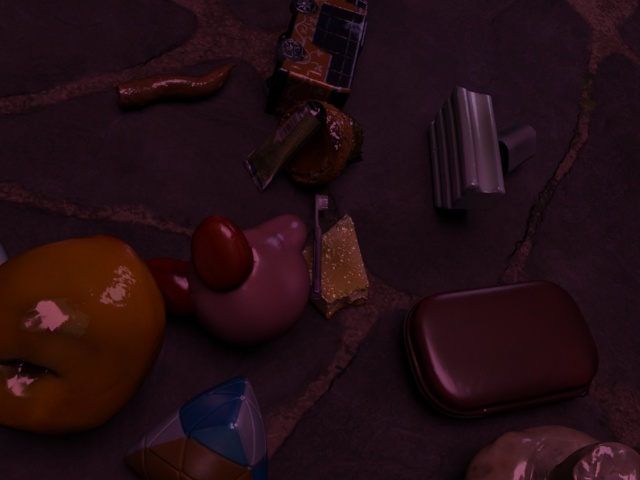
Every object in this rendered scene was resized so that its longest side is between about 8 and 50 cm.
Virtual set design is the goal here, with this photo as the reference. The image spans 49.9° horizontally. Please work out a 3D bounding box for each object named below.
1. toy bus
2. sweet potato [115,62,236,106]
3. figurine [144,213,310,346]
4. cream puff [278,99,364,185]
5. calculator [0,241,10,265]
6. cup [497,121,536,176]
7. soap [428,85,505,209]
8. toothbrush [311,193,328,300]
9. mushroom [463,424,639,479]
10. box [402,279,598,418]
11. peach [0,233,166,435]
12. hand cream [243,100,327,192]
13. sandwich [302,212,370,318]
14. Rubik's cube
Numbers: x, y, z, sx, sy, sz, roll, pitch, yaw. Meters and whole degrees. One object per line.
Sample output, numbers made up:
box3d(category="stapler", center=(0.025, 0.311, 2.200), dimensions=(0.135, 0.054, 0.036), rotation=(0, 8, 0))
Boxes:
box3d(category="toy bus", center=(-0.006, -0.437, 1.599), dimensions=(0.194, 0.162, 0.324), rotation=(18, 59, -8))
box3d(category="sweet potato", center=(-0.304, -0.336, 1.502), dimensions=(0.281, 0.059, 0.067), rotation=(-14, 45, -26))
box3d(category="figurine", center=(-0.138, 0.085, 1.210), dimensions=(0.261, 0.269, 0.211), rotation=(-10, 76, -49))
box3d(category="cream puff", center=(0.020, -0.209, 1.490), dimensions=(0.169, 0.183, 0.183), rotation=(-8, 61, -51))
box3d(category="calculator", center=(-0.621, 0.051, 1.162), dimensions=(0.184, 0.042, 0.295), rotation=(-17, 59, -36))
box3d(category="cup", center=(0.432, -0.223, 1.657), dimensions=(0.129, 0.095, 0.128), rotation=(-28, 34, -33))
box3d(category="soap", center=(0.325, -0.190, 1.551), dimensions=(0.095, 0.173, 0.290), rotation=(9, 58, -13))
box3d(category="toothbrush", center=(0.000, 0.000, 1.339), dimensions=(0.029, 0.024, 0.354), rotation=(-1, 33, 2))
box3d(category="mushroom", center=(0.407, 0.431, 1.123), dimensions=(0.314, 0.336, 0.314), rotation=(3, 60, -6))
box3d(category="box", center=(0.355, 0.209, 1.366), dimensions=(0.403, 0.108, 0.263), rotation=(-4, 63, -20))
box3d(category="peach", center=(-0.386, 0.141, 1.078), dimensions=(0.289, 0.289, 0.308), rotation=(26, 23, -2))
box3d(category="hand cream", center=(-0.071, -0.202, 1.412), dimensions=(0.055, 0.235, 0.086), rotation=(1, 55, -51))
box3d(category="sandwich", center=(0.043, 0.058, 1.388), dimensions=(0.162, 0.058, 0.193), rotation=(44, 56, 8))
box3d(category="Rubik's cube", center=(-0.193, 0.318, 1.125), dimensions=(0.254, 0.254, 0.254), rotation=(8, 59, -13))
